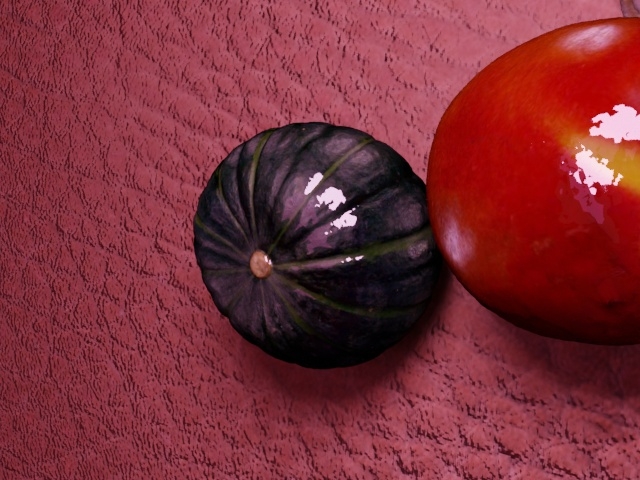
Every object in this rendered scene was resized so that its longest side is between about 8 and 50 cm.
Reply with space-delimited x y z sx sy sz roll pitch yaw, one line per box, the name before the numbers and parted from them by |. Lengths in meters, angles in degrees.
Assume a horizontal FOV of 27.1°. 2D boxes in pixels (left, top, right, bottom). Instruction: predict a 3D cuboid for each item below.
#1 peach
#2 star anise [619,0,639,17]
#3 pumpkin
peach | 0.193 -0.049 1.075 0.362 0.201 0.257 26 127 51
star anise | 0.307 -0.169 1.118 0.172 0.063 0.208 23 107 47
pumpkin | 0.000 0.000 1.283 0.250 0.216 0.250 9 117 17
